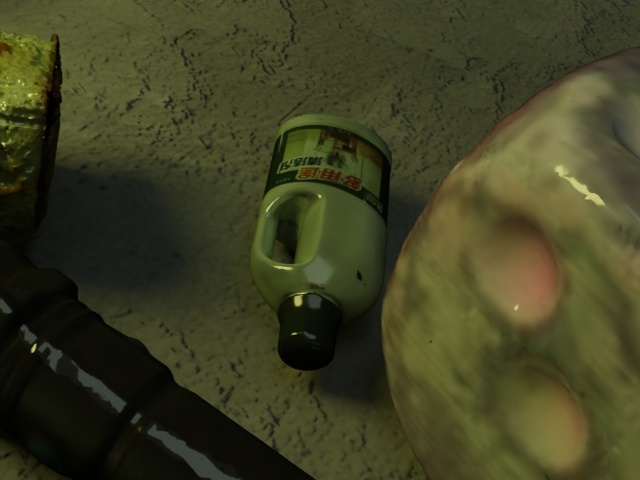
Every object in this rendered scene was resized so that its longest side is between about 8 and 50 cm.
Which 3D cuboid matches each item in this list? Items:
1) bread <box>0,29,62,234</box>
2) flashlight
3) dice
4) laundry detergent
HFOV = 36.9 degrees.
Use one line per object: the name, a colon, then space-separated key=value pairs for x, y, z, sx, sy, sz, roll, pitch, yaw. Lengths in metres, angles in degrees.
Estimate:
bread: x=-0.213 y=-0.070 z=0.645 sx=0.069 sy=0.128 sz=0.140 roll=4 pitch=34 yaw=-17
flashlight: x=-0.096 y=0.117 z=0.536 sx=0.424 sy=0.103 sz=0.103 roll=34 pitch=44 yaw=10
dice: x=0.220 y=0.059 z=0.587 sx=0.270 sy=0.270 sz=0.271 roll=-18 pitch=56 yaw=-34
laundry detergent: x=0.000 y=0.000 z=0.707 sx=0.099 sy=0.070 sz=0.226 roll=22 pitch=43 yaw=-12
